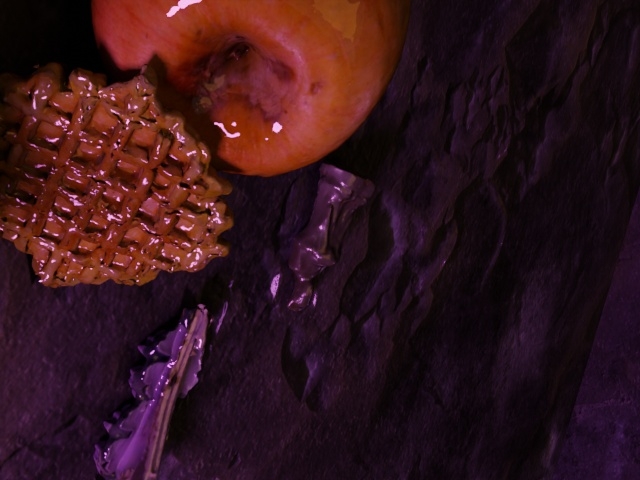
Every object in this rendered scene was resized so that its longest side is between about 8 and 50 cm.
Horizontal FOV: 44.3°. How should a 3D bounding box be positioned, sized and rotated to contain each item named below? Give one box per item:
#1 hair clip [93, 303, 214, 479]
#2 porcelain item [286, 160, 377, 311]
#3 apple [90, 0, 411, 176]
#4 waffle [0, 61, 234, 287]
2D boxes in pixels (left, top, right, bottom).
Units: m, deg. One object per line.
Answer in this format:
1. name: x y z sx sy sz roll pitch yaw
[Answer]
1. hair clip: -0.201 0.211 0.954 0.106 0.085 0.292 23 84 -47
2. porcelain item: 0.000 0.000 1.101 0.081 0.069 0.215 14 102 -56
3. apple: -0.062 -0.227 0.746 0.275 0.299 0.299 -95 167 -47
4. waffle: -0.207 -0.049 0.717 0.052 0.245 0.254 -86 159 -49
